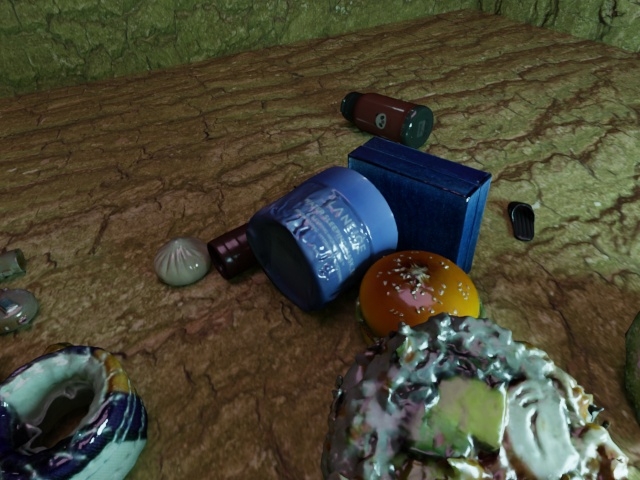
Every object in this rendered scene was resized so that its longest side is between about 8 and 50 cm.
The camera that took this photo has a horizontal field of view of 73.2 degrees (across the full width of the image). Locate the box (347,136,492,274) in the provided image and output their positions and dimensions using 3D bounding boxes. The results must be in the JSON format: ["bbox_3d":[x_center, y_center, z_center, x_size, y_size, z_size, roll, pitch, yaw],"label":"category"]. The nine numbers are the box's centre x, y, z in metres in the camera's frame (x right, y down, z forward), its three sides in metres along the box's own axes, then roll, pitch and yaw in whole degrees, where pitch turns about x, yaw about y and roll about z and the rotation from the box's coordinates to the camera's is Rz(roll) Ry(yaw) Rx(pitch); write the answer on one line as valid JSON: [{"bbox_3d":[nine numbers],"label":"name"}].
[{"bbox_3d":[0.200,-0.058,0.945,0.279,0.261,0.116,27,50,31],"label":"box"}]

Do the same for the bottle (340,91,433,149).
[{"bbox_3d":[0.211,-0.429,1.478,0.144,0.144,0.336,-33,47,-29],"label":"bottle"}]

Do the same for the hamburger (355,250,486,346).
[{"bbox_3d":[0.187,0.117,0.811,0.246,0.170,0.246,-5,39,4],"label":"hamburger"}]

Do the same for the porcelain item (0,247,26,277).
[{"bbox_3d":[-0.839,0.082,1.040,0.213,0.054,0.084,-20,40,-18],"label":"porcelain item"}]

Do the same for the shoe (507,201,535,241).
[{"bbox_3d":[0.512,-0.063,1.088,0.062,0.053,0.159,4,43,15],"label":"shoe"}]

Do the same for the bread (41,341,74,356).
[{"bbox_3d":[-0.482,0.229,0.827,0.110,0.060,0.066,10,27,15],"label":"bread"}]

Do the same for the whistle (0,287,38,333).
[{"bbox_3d":[-0.715,0.138,0.961,0.220,0.057,0.107,19,46,29],"label":"whistle"}]

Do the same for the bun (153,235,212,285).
[{"bbox_3d":[-0.330,0.033,1.021,0.138,0.094,0.138,-1,37,1],"label":"bun"}]

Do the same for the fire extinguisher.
[{"bbox_3d":[-0.113,-0.041,1.067,0.344,0.102,0.138,-31,74,-27],"label":"fire extinguisher"}]

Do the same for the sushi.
[{"bbox_3d":[0.188,0.285,0.570,0.417,0.176,0.417,-2,55,3],"label":"sushi"}]

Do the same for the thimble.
[{"bbox_3d":[-0.407,0.291,0.678,0.237,0.150,0.237,-4,41,3],"label":"thimble"}]

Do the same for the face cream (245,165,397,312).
[{"bbox_3d":[0.000,0.000,0.910,0.225,0.249,0.249,-36,49,-28],"label":"face cream"}]

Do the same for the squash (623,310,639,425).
[{"bbox_3d":[0.681,0.209,0.606,0.308,0.310,0.310,9,40,-6],"label":"squash"}]
